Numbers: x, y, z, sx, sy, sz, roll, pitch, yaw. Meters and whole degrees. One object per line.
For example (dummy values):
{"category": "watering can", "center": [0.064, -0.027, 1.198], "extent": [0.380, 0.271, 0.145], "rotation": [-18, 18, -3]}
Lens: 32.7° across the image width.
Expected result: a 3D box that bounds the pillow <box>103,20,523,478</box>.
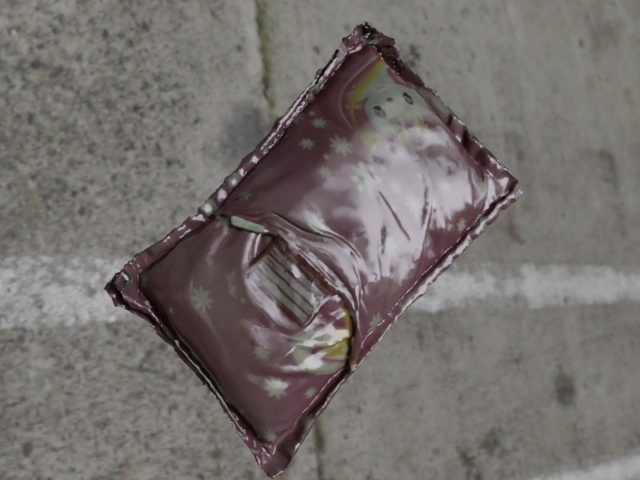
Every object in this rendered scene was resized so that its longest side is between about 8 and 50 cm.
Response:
{"category": "pillow", "center": [0.000, 0.000, 0.496], "extent": [0.118, 0.043, 0.185], "rotation": [45, 74, -3]}
